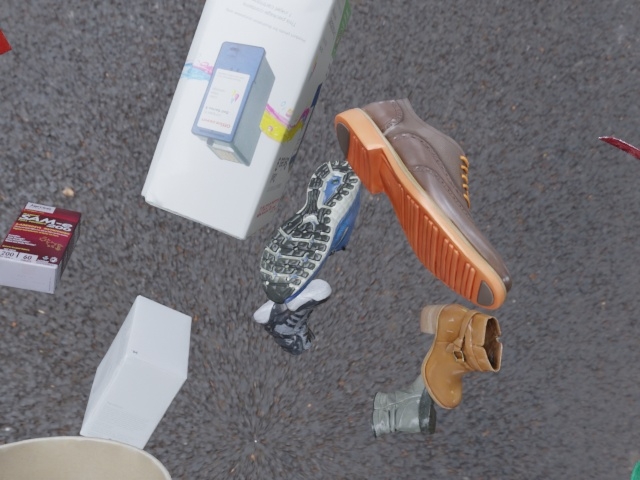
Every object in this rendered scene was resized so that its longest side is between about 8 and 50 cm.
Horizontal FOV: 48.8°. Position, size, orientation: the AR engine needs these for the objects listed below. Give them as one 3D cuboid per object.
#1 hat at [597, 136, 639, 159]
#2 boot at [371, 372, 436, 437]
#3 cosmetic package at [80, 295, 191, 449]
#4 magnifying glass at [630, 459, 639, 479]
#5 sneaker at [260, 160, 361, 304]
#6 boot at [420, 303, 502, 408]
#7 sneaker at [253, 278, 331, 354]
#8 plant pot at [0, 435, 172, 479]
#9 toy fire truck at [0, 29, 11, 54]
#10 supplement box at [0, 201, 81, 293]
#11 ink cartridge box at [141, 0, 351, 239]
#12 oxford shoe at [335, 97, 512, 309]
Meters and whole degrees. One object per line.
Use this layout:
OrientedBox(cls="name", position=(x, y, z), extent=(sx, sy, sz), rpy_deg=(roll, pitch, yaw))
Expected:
OrientedBox(cls="hat", position=(0.488, -0.038, 0.897), extent=(0.172, 0.183, 0.209), rpy_deg=(15, 71, -34))
OrientedBox(cls="boot", position=(0.207, 0.376, 1.736), extent=(0.161, 0.084, 0.247), rpy_deg=(-6, 33, 22))
OrientedBox(cls="cosmetic package", position=(-0.385, 0.281, 1.499), extent=(0.138, 0.224, 0.225), rpy_deg=(25, 112, -19))
OrientedBox(cls="magnifying glass", position=(0.261, 0.264, 0.492), extent=(0.026, 0.092, 0.231), rpy_deg=(-2, 46, 2))
OrientedBox(cls="sneaker", position=(0.000, 0.000, 1.425), extent=(0.129, 0.147, 0.330), rpy_deg=(19, 61, 29))
OrientedBox(cls="boot", position=(0.239, 0.203, 1.169), extent=(0.072, 0.152, 0.197), rpy_deg=(-21, 104, -32))
OrientedBox(cls="sneaker", position=(-0.044, 0.201, 1.806), extent=(0.153, 0.268, 0.101), rpy_deg=(58, 42, -7))
OrientedBox(cls="plant pot", position=(-0.280, 0.384, 0.714), extent=(0.256, 0.256, 0.274), rpy_deg=(2, 101, -5))
OrientedBox(cls="toy fire truck", position=(-0.528, -0.234, 0.988), extent=(0.192, 0.047, 0.135), rpy_deg=(-28, 46, -12))
OrientedBox(cls="supplement box", position=(-0.623, 0.012, 1.565), extent=(0.130, 0.073, 0.239), rpy_deg=(11, 30, -11))
OrientedBox(cls="ink cartridge box", position=(-0.054, -0.119, 0.585), extent=(0.093, 0.154, 0.213), rpy_deg=(23, 98, 2))
OrientedBox(cls="oxford shoe", position=(0.160, -0.071, 0.952), extent=(0.132, 0.130, 0.364), rpy_deg=(-26, 61, -13))
